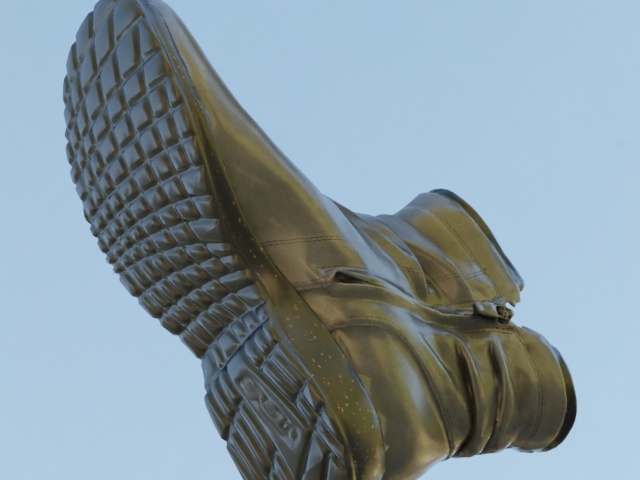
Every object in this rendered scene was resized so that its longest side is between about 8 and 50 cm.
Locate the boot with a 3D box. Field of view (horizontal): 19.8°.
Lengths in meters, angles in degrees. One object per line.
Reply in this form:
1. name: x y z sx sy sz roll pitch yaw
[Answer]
1. boot: 0.000 0.000 0.793 0.161 0.246 0.083 -15 -18 -45
